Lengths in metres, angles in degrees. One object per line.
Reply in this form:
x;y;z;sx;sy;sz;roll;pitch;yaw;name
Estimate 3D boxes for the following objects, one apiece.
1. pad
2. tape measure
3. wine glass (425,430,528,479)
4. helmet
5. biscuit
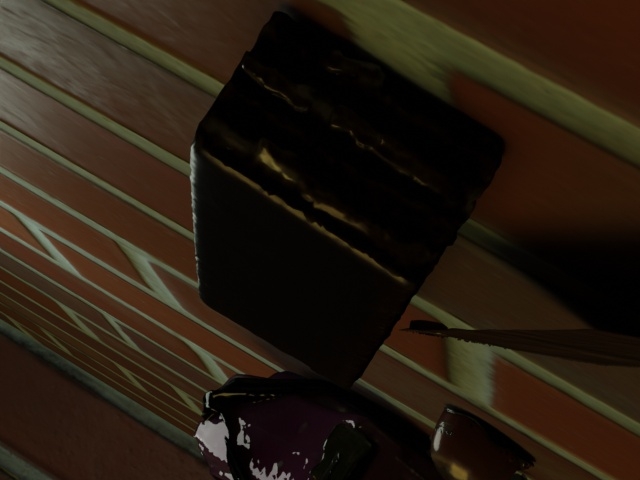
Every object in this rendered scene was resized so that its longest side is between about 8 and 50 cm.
0.120;0.045;0.767;0.113;0.006;0.188;11;174;-19;pad
0.002;0.217;1.617;0.245;0.149;0.231;41;166;-35;tape measure
0.122;0.177;1.406;0.083;0.039;0.042;41;169;-21;wine glass
0.115;0.165;1.332;0.084;0.049;0.065;37;167;-21;helmet
0.000;0.000;0.855;0.107;0.073;0.388;32;170;3;biscuit
